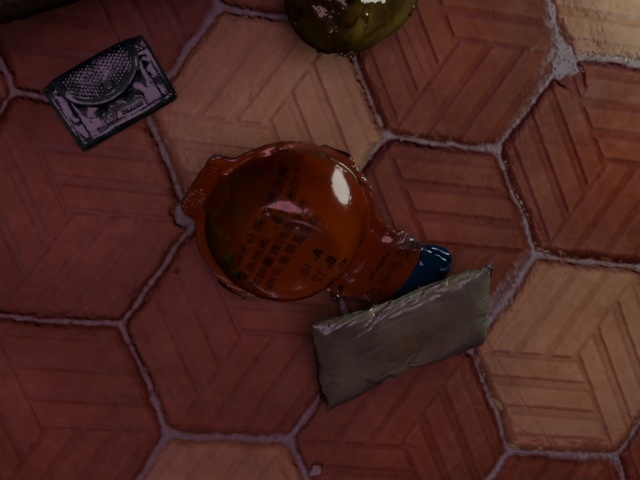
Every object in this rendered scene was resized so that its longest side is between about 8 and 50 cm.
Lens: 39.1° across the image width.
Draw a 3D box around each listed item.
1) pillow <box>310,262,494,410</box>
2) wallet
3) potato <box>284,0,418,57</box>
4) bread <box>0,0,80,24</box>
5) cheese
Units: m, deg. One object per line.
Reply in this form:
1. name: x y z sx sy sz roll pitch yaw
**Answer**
1. pillow: 0.099 0.113 1.074 0.229 0.050 0.148 -20 139 -11
2. wallet: -0.240 -0.170 1.029 0.129 0.026 0.088 -31 100 -6
3. potato: 0.035 -0.284 1.023 0.176 0.137 0.137 -29 99 -28
4. bread: -0.257 -0.316 0.940 0.416 0.165 0.113 -20 118 -8
5. cheese: 0.000 0.000 1.031 0.329 0.129 0.217 23 115 -24
